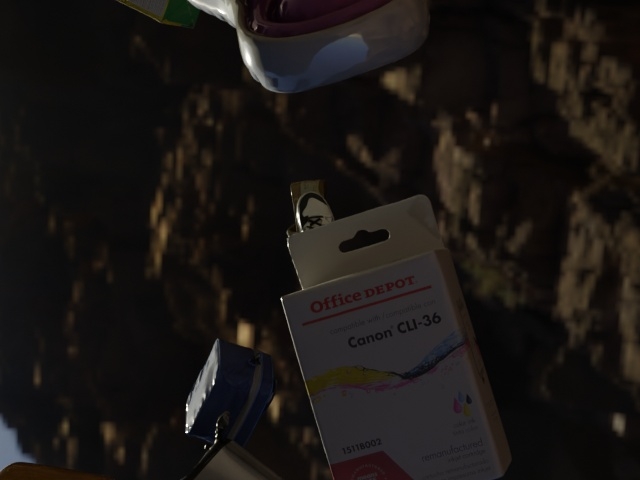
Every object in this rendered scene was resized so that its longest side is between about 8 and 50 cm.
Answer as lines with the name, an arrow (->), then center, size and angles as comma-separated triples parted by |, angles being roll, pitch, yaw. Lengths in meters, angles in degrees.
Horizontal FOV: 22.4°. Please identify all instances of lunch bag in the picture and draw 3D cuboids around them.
lunch bag -> -0.079, 0.142, 1.503 | 0.065, 0.098, 0.067 | 20, -151, -15

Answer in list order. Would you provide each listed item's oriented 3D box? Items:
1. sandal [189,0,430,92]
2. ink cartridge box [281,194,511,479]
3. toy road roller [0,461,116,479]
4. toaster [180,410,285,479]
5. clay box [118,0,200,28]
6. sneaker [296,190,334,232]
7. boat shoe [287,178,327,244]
sandal -> -0.014, -0.217, 1.144 | 0.169, 0.102, 0.416 | -20, -154, -7
ink cartridge box -> 0.047, 0.077, 1.109 | 0.115, 0.198, 0.067 | -18, 177, 12
toy road roller -> -0.330, 0.356, 1.799 | 0.202, 0.241, 0.329 | 7, 160, 10
toaster -> -0.097, 0.277, 1.416 | 0.110, 0.186, 0.168 | 32, -122, 15
clay box -> -0.184, -0.287, 1.434 | 0.222, 0.127, 0.053 | 29, -165, 30
sneaker -> 0.000, 0.000, 1.340 | 0.031, 0.083, 0.037 | -9, -178, -6
boat shoe -> -0.016, -0.009, 1.855 | 0.045, 0.135, 0.050 | 5, -155, 5
